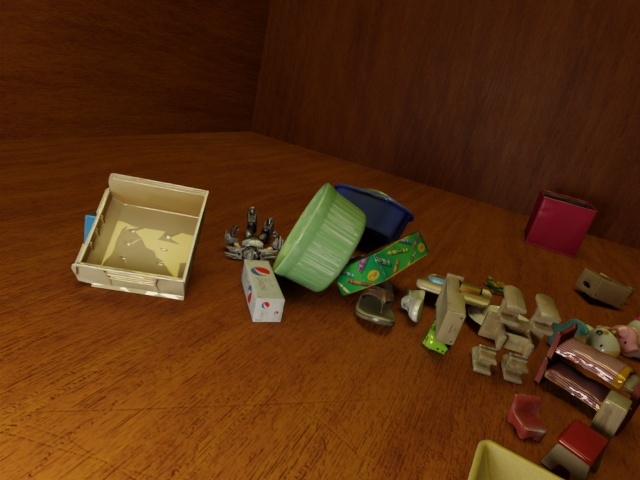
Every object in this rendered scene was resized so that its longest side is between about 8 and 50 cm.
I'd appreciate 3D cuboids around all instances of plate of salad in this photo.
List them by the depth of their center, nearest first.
[{"bbox_3d":[0.534,0.243,1.297,0.200,0.048,0.200,8,18,-3],"label":"plate of salad"}]

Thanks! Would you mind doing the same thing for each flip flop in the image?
[{"bbox_3d":[0.169,0.160,1.251,0.113,0.080,0.277,16,21,8],"label":"flip flop"}]

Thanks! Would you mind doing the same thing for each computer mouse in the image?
[{"bbox_3d":[0.114,0.009,1.637,0.262,0.060,0.184,-7,28,-42],"label":"computer mouse"}]

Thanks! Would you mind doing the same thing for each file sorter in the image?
[{"bbox_3d":[-0.550,-0.016,1.225,0.171,0.118,0.104,9,18,-12],"label":"file sorter"}]

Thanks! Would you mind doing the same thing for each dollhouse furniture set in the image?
[{"bbox_3d":[0.551,0.328,0.945,0.374,0.152,0.201,-7,29,-42],"label":"dollhouse furniture set"},{"bbox_3d":[0.419,0.196,1.088,0.242,0.212,0.161,16,31,6],"label":"dollhouse furniture set"}]

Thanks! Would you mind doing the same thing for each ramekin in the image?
[{"bbox_3d":[0.000,0.000,1.260,0.148,0.303,0.303,32,19,-9],"label":"ramekin"}]

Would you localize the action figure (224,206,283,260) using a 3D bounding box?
[{"bbox_3d":[-0.216,-0.009,1.440,0.186,0.099,0.285,16,23,-8],"label":"action figure"}]

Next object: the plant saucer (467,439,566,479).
[{"bbox_3d":[0.331,0.464,0.567,0.333,0.080,0.333,22,22,24],"label":"plant saucer"}]

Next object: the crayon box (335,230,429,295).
[{"bbox_3d":[0.186,0.064,1.310,0.165,0.081,0.279,-27,-3,41],"label":"crayon box"}]

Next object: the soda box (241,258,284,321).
[{"bbox_3d":[-0.156,0.128,1.157,0.074,0.069,0.216,5,23,-20],"label":"soda box"}]

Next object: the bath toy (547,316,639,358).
[{"bbox_3d":[0.845,0.283,1.277,0.349,0.128,0.151,5,22,-22],"label":"bath toy"}]

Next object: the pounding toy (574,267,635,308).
[{"bbox_3d":[1.131,0.196,1.737,0.206,0.094,0.181,21,15,-4],"label":"pounding toy"}]

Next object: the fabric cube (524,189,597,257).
[{"bbox_3d":[1.254,-0.097,2.320,0.254,0.257,0.259,19,22,17],"label":"fabric cube"}]

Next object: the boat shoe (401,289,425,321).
[{"bbox_3d":[0.267,0.183,1.281,0.063,0.066,0.184,8,20,16],"label":"boat shoe"}]

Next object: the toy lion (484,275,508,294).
[{"bbox_3d":[0.653,0.169,1.595,0.096,0.034,0.100,19,20,-5],"label":"toy lion"}]

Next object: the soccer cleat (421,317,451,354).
[{"bbox_3d":[0.327,0.245,1.174,0.072,0.060,0.179,31,31,16],"label":"soccer cleat"}]

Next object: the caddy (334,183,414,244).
[{"bbox_3d":[0.194,-0.116,1.726,0.342,0.179,0.241,22,-7,21],"label":"caddy"}]

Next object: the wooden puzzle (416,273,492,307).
[{"bbox_3d":[0.437,0.150,1.412,0.221,0.044,0.239,17,8,22],"label":"wooden puzzle"}]

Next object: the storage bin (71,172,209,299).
[{"bbox_3d":[-0.436,-0.011,1.087,0.261,0.123,0.262,10,58,-9],"label":"storage bin"}]
